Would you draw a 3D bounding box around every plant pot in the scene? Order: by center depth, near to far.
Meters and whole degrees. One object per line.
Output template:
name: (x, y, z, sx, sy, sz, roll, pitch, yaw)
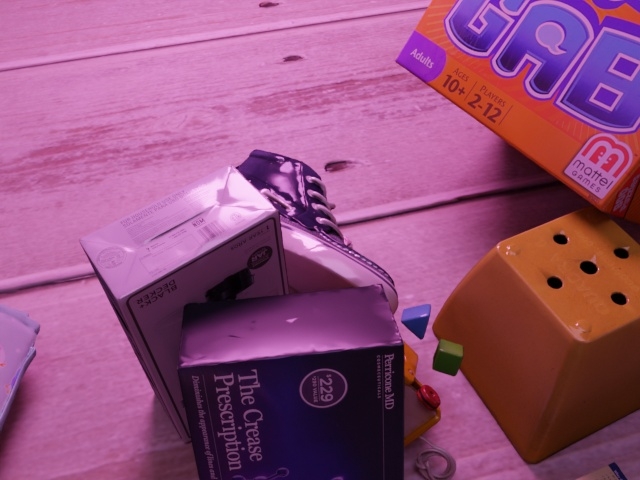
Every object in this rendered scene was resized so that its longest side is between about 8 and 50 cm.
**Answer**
plant pot: (0.283, 0.088, 0.718, 0.212, 0.187, 0.212, -20, 52, -16)

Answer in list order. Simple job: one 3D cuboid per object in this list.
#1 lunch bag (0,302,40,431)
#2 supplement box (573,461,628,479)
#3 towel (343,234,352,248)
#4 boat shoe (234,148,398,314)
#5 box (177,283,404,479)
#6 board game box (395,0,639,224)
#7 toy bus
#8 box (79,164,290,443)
lunch bag: (-0.473, 0.166, 0.687, 0.263, 0.160, 0.223, 7, 50, -2)
supplement box: (0.282, 0.287, 0.630, 0.083, 0.056, 0.083, -17, 51, -13)
towel: (0.000, 0.000, 0.917, 0.060, 0.009, 0.083, -36, 57, -26)
boat shoe: (-0.015, -0.024, 0.846, 0.341, 0.127, 0.158, 26, 63, 27)
box: (-0.020, 0.183, 0.582, 0.185, 0.261, 0.103, -7, 27, -6)
board game box: (0.401, -0.262, 0.820, 0.357, 0.356, 0.356, 6, 34, -48)
toy bus: (0.065, 0.152, 0.716, 0.191, 0.202, 0.104, 3, 18, 13)
box: (-0.122, 0.081, 0.665, 0.169, 0.289, 0.087, -32, 54, -21)
